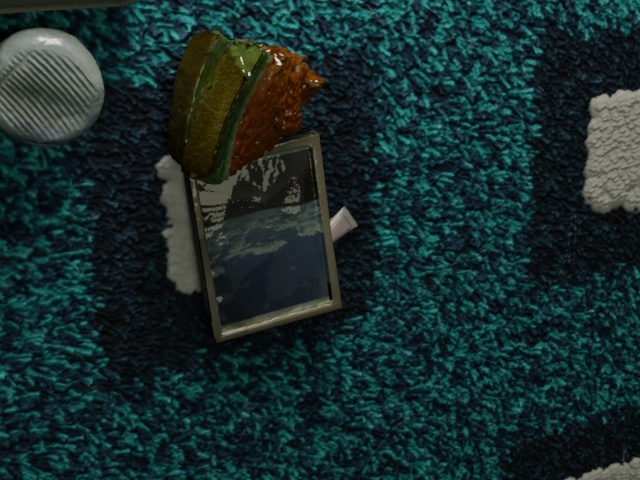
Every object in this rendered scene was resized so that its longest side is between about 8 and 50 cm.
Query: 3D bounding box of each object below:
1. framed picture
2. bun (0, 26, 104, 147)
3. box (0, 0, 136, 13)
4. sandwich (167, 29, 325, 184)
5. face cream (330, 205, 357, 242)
[{"bbox_3d":[-0.074,-0.003,1.577,0.189,0.023,0.260,-14,113,-18],"label":"framed picture"},{"bbox_3d":[-0.318,-0.178,1.362,0.140,0.083,0.141,-6,116,-14],"label":"bun"},{"bbox_3d":[-0.357,-0.421,1.236,0.373,0.090,0.367,-9,114,-24],"label":"box"},{"bbox_3d":[-0.100,-0.161,1.473,0.160,0.109,0.185,10,105,-50],"label":"sandwich"},{"bbox_3d":[0.000,0.000,1.630,0.115,0.020,0.038,-40,120,-9],"label":"face cream"}]
